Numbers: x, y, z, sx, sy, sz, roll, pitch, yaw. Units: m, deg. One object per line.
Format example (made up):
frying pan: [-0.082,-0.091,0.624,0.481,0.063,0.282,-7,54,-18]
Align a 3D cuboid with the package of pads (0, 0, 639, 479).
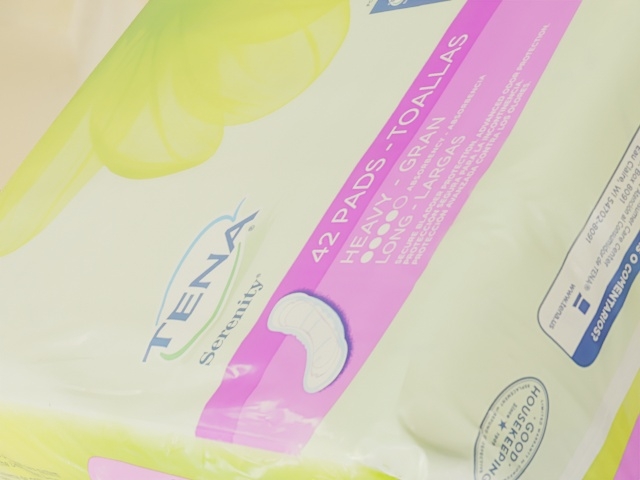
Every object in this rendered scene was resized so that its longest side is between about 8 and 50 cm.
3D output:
package of pads: [0.000,0.000,0.470,0.296,0.101,0.229,1,-129,51]
